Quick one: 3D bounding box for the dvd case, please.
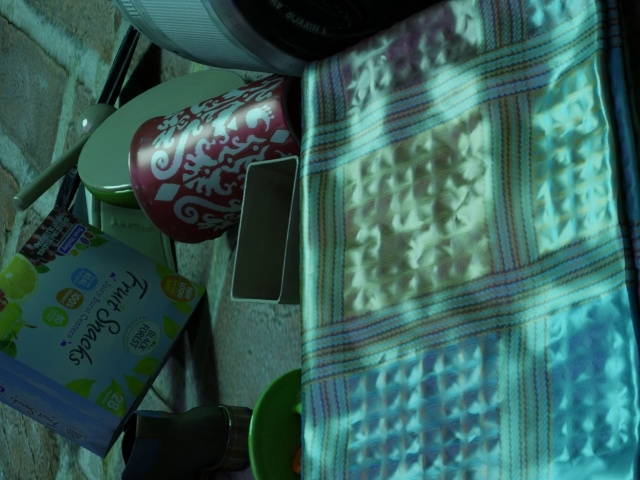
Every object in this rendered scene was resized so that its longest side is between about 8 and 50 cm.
[{"bbox_3d":[-0.261,-0.129,1.959,0.164,0.018,0.221,122,169,-58],"label":"dvd case"}]

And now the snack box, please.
[{"bbox_3d":[-0.229,0.083,1.619,0.070,0.174,0.207,-61,-1,41],"label":"snack box"}]

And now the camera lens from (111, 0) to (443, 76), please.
[{"bbox_3d":[-0.038,-0.237,1.289,0.274,0.219,0.219,17,98,62],"label":"camera lens"}]

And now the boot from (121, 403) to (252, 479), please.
[{"bbox_3d":[-0.147,0.189,1.568,0.219,0.106,0.082,141,133,-58],"label":"boot"}]

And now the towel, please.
[{"bbox_3d":[0.085,0.012,1.039,0.271,0.040,0.370,-22,58,37],"label":"towel"}]

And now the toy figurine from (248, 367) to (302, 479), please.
[{"bbox_3d":[0.056,0.108,1.148,0.159,0.130,0.173,-30,28,46],"label":"toy figurine"}]

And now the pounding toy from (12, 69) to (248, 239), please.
[{"bbox_3d":[-0.151,-0.064,1.653,0.237,0.110,0.183,-7,37,32],"label":"pounding toy"}]

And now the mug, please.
[{"bbox_3d":[-0.056,-0.088,1.412,0.169,0.113,0.150,-21,33,39],"label":"mug"}]

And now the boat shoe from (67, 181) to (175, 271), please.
[{"bbox_3d":[-0.227,0.043,1.791,0.113,0.127,0.340,123,149,-47],"label":"boat shoe"}]

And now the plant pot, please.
[{"bbox_3d":[0.000,0.000,1.296,0.109,0.096,0.109,178,101,-68],"label":"plant pot"}]
